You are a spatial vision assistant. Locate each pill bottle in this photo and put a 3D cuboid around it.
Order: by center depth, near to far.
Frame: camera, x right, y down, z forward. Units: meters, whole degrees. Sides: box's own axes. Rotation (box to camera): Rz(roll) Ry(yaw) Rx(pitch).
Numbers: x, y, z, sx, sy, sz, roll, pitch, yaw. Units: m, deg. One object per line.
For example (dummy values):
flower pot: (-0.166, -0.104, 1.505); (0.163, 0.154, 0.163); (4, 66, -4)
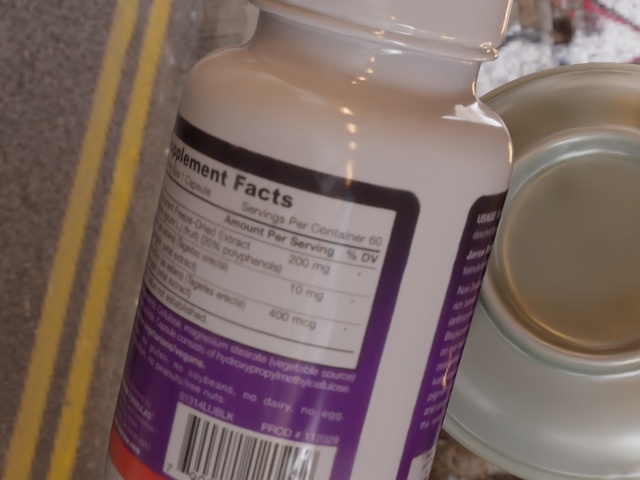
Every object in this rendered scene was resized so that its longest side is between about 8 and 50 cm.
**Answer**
pill bottle: (0.000, 0.000, 0.401); (0.108, 0.108, 0.194); (-42, 147, -74)

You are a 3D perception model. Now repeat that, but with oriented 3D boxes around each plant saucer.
plant saucer: (0.242, 0.014, 1.087); (0.100, 0.400, 0.401); (58, 30, -70)
